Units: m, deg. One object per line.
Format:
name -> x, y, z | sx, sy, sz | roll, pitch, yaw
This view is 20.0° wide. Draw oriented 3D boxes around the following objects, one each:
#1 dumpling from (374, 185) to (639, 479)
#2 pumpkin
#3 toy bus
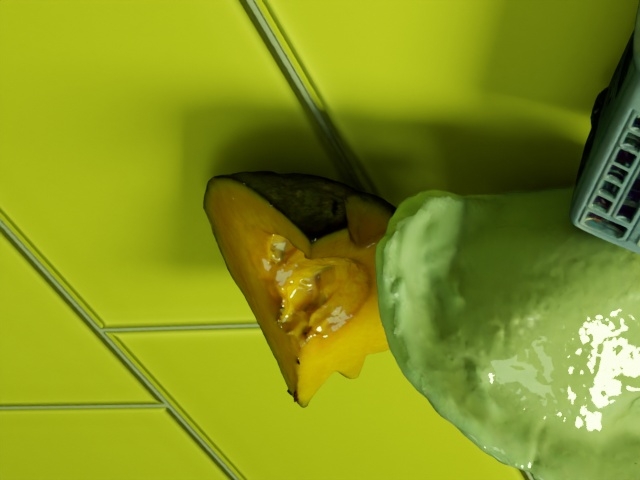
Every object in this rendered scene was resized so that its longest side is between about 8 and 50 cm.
dumpling -> 0.195, 0.056, 1.320 | 0.320, 0.270, 0.212 | -3, 116, -4
pumpkin -> 0.000, 0.000, 1.429 | 0.130, 0.149, 0.254 | -30, 152, -19
toy bus -> 0.246, -0.095, 1.130 | 0.133, 0.125, 0.292 | 18, 154, 3
